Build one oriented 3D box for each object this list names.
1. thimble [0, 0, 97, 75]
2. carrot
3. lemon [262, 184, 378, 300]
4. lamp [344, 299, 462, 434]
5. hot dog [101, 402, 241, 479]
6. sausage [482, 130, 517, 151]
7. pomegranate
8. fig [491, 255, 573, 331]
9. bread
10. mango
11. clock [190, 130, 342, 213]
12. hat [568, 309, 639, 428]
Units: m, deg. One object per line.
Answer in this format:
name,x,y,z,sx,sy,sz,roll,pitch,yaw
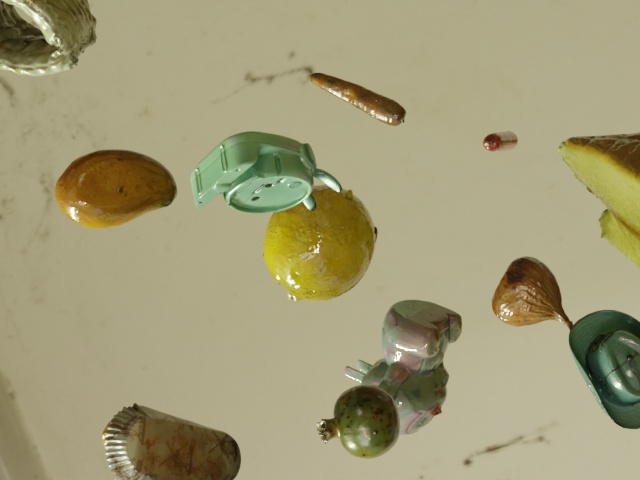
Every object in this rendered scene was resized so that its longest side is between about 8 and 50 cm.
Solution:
thimble,-0.423,-0.325,1.405,0.190,0.137,0.143,26,-150,-5
carrot,0.051,-0.205,1.354,0.165,0.036,0.035,30,-158,24
lemon,0.000,0.000,1.487,0.173,0.206,0.173,16,-145,-11
lamp,0.178,0.288,2.173,0.247,0.247,0.301,-24,-51,-56
hot dog,-0.215,0.320,1.420,0.252,0.069,0.131,23,-118,-45
sausage,0.298,-0.164,1.589,0.034,0.034,0.129,65,-155,3
pomegranate,0.070,0.295,1.567,0.130,0.130,0.130,35,-139,-38
fig,0.453,0.123,1.940,0.133,0.201,0.146,-19,-51,-48
bread,0.457,-0.016,1.325,0.245,0.361,0.233,-42,-64,-28
mango,-0.290,-0.078,1.344,0.165,0.089,0.115,-25,-104,-21
clock,-0.048,-0.060,0.911,0.135,0.101,0.041,6,-118,-35
hat,0.461,0.190,1.441,0.191,0.138,0.078,54,168,10
